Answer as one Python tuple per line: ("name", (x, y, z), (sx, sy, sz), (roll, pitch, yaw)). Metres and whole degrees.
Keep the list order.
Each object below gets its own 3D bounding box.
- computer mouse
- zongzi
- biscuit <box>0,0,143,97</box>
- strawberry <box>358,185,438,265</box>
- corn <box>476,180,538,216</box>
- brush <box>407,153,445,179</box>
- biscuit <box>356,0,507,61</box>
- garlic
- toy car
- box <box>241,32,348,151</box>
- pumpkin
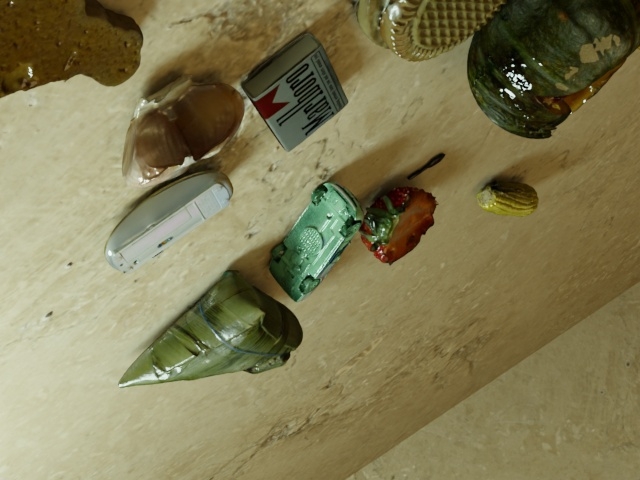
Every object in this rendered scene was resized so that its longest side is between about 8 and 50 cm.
("computer mouse", (-0.209, -0.031, 1.525), (0.199, 0.045, 0.102), (-36, 158, -6))
("zongzi", (-0.176, 0.190, 1.884), (0.274, 0.125, 0.251), (-39, 150, 6))
("biscuit", (-0.294, -0.199, 1.091), (0.319, 0.047, 0.183), (-8, 145, -50))
("strawberry", (0.128, -0.038, 1.955), (0.192, 0.085, 0.140), (-50, 148, -27))
("corn", (0.378, -0.084, 2.260), (0.072, 0.072, 0.203), (-49, 154, 24))
("brush", (0.187, -0.129, 1.970), (0.083, 0.008, 0.024), (-33, 160, -14))
("biscuit", (0.164, -0.339, 1.458), (0.259, 0.079, 0.259), (-32, 158, -15))
("garlic", (-0.164, -0.128, 1.355), (0.174, 0.099, 0.124), (-30, 170, -20))
("toy car", (0.000, 0.000, 1.832), (0.076, 0.090, 0.224), (-14, 147, -50))
("box", (-0.031, -0.195, 1.495), (0.115, 0.036, 0.177), (-38, 157, -1))
("pumpkin", (0.354, -0.297, 1.641), (0.320, 0.192, 0.320), (-41, 173, -6))
